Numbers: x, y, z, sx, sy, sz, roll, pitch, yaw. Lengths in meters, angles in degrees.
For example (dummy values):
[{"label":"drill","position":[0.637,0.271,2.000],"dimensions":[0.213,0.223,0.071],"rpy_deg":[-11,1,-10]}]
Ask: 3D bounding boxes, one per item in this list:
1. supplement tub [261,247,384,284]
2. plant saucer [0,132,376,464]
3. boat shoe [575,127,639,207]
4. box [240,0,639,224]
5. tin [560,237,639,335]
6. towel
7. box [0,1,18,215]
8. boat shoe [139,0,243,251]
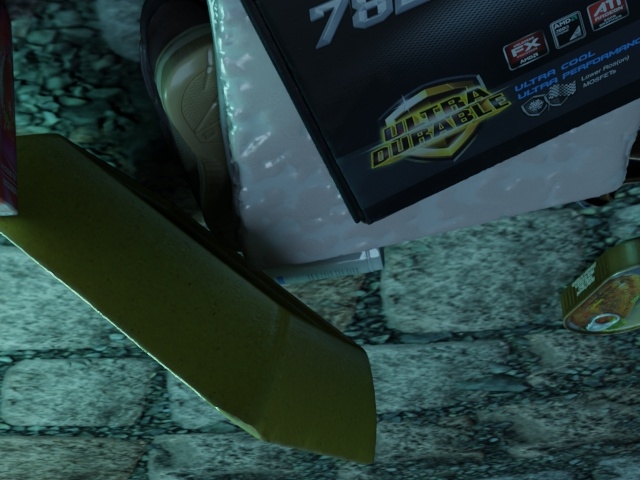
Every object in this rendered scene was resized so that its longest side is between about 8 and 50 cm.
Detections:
[{"label":"supplement tub","position":[0.000,0.000,1.351],"dimensions":[0.107,0.071,0.071],"rpy_deg":[-8,155,5]},{"label":"plant saucer","position":[-0.101,0.037,1.182],"dimensions":[0.081,0.333,0.333],"rpy_deg":[-54,161,0]},{"label":"boat shoe","position":[0.226,-0.065,1.259],"dimensions":[0.183,0.066,0.066],"rpy_deg":[-13,153,15]},{"label":"box","position":[0.101,-0.173,0.858],"dimensions":[0.296,0.073,0.293],"rpy_deg":[-24,140,3]},{"label":"tin","position":[0.318,0.048,1.554],"dimensions":[0.106,0.040,0.189],"rpy_deg":[7,152,-16]},{"label":"towel","position":[0.084,-0.116,1.030],"dimensions":[0.317,0.053,0.331],"rpy_deg":[-13,146,-9]},{"label":"box","position":[-0.276,-0.096,0.910],"dimensions":[0.154,0.142,0.300],"rpy_deg":[-2,175,-5]},{"label":"boat shoe","position":[-0.067,-0.087,1.132],"dimensions":[0.103,0.092,0.285],"rpy_deg":[-26,151,-1]}]
